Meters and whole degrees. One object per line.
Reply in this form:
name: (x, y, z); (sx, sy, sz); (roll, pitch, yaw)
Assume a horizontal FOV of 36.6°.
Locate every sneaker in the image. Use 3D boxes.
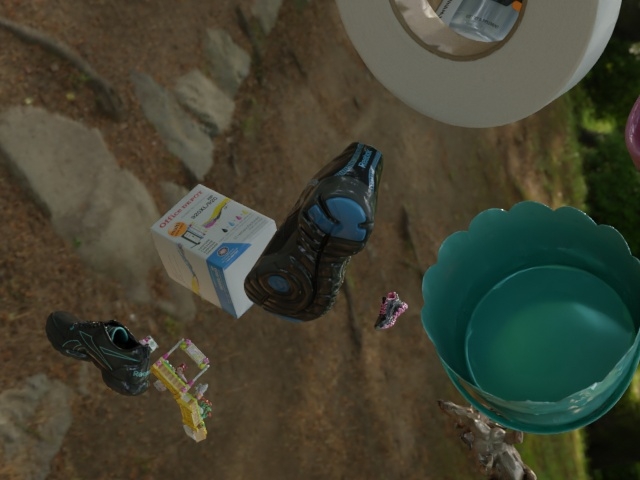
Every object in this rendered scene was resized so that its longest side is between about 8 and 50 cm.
sneaker: (-0.418, 0.189, 1.855); (0.101, 0.267, 0.106); (-19, 132, -55)
sneaker: (0.000, 0.000, 1.367); (0.125, 0.341, 0.140); (30, 50, -9)
sneaker: (0.143, 0.153, 2.109); (0.057, 0.047, 0.119); (60, 39, -12)

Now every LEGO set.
LEGO set: (-0.294, 0.321, 2.161); (0.107, 0.132, 0.287); (-45, 115, -30)

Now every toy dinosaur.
toy dinosaur: (0.344, 0.424, 1.850); (0.200, 0.127, 0.296); (121, -51, -79)

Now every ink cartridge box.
ink cartridge box: (-0.224, 0.020, 2.135); (0.171, 0.232, 0.168); (-45, 144, -28)

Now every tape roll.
tape roll: (0.178, -0.331, 1.194); (0.072, 0.392, 0.392); (-33, 104, -40)

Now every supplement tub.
supplement tub: (0.296, -0.364, 1.479); (0.193, 0.193, 0.316); (47, 64, -37)

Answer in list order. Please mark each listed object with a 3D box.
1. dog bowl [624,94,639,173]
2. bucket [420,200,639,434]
dog bowl: (0.762, -0.239, 1.846); (0.150, 0.408, 0.408); (39, 41, -22)
bucket: (0.281, 0.106, 1.248); (0.183, 0.281, 0.281); (50, 33, -57)
